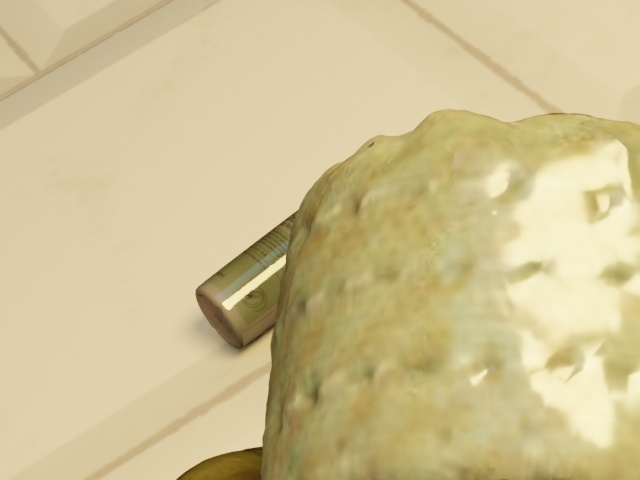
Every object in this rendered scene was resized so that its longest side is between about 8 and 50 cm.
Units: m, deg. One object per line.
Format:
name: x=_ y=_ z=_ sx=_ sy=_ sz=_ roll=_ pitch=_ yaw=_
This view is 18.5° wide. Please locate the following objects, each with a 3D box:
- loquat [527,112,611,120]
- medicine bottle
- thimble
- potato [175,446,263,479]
loquat: x=0.146 y=0.030 z=1.218 sx=0.193 sy=0.238 sz=0.238 roll=13 pitch=50 yaw=24
medicine bottle: x=0.000 y=0.000 z=1.453 sx=0.199 sy=0.057 sz=0.057 roll=-37 pitch=41 yaw=-18
thimble: x=0.109 y=0.079 z=0.951 sx=0.291 sy=0.291 sz=0.195 roll=-2 pitch=62 yaw=23
potato: x=-0.072 y=0.255 z=1.083 sx=0.351 sy=0.202 sz=0.218 roll=-37 pitch=35 yaw=-11
